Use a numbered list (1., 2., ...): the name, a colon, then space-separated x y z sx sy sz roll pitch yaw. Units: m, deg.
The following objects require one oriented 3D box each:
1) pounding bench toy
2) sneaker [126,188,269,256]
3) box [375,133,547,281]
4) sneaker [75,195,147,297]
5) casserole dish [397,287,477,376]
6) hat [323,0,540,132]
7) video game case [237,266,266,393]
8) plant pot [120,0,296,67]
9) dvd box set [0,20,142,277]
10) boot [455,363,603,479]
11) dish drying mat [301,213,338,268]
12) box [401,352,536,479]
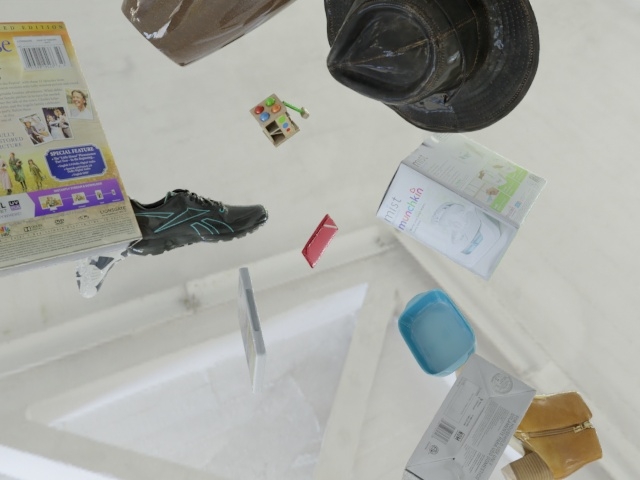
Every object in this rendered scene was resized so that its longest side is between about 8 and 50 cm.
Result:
1. pounding bench toy: -0.066 -0.212 1.372 0.083 0.065 0.052 -36 -131 -2
2. sneaker: -0.225 -0.043 1.486 0.267 0.106 0.101 -11 -170 -15
3. box: 0.261 -0.080 1.486 0.231 0.127 0.262 30 -149 11
4. sneaker: -0.414 0.017 1.725 0.153 0.235 0.094 10 -170 -38
5. casserole dish: 0.210 0.166 1.449 0.114 0.037 0.188 -41 -141 9
6. hat: 0.097 -0.244 1.026 0.331 0.331 0.134 34 -126 23
7. video game case: -0.142 0.188 1.682 0.023 0.212 0.193 -8 -119 -12
8. plant pot: -0.132 -0.336 1.019 0.215 0.230 0.215 44 -170 -10
9. dvd box set: -0.502 -0.158 1.345 0.307 0.062 0.420 -16 -98 -42
10. boot: 0.409 0.325 1.607 0.211 0.104 0.295 -19 -108 -19
11. dish drying mat: 0.000 0.000 1.130 0.008 0.032 0.083 -9 -146 37
12. box: 0.176 0.275 1.055 0.087 0.290 0.169 30 -112 15
